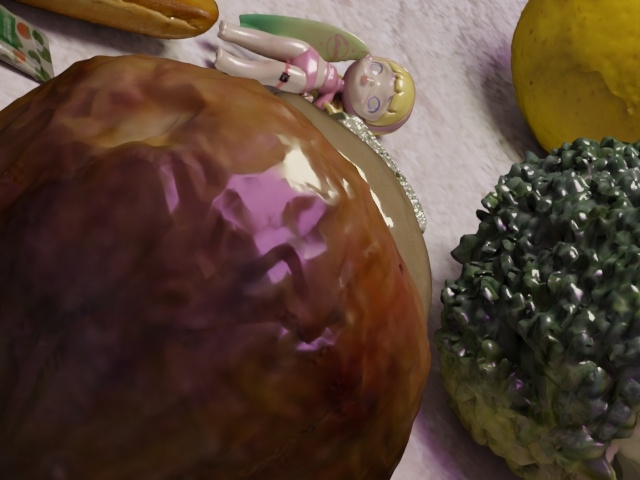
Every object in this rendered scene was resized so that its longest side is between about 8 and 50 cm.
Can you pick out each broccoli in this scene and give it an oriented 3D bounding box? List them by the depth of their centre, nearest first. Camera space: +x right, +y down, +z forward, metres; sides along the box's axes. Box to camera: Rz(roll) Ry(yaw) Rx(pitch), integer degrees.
[{"bbox_3d":[0.251,0.078,1.354,0.348,0.293,0.281,-67,147,-49],"label":"broccoli"}]

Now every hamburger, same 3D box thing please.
[{"bbox_3d":[0.016,-0.041,1.370,0.054,0.084,0.121,-35,96,-24],"label":"hamburger"}]

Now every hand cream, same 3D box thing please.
[{"bbox_3d":[-0.241,-0.155,1.243,0.165,0.037,0.057,29,32,-38],"label":"hand cream"}]

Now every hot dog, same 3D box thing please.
[{"bbox_3d":[-0.178,-0.199,1.336,0.250,0.068,0.100,13,50,-42],"label":"hot dog"}]

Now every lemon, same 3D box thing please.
[{"bbox_3d":[0.317,-0.151,1.733,0.310,0.253,0.253,37,29,-19],"label":"lemon"}]

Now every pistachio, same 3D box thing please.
[{"bbox_3d":[0.000,0.000,1.263,0.136,0.136,0.226,-8,65,-56],"label":"pistachio"}]

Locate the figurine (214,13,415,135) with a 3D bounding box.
[{"bbox_3d":[-0.002,-0.129,1.488,0.187,0.083,0.083,14,40,-25],"label":"figurine"}]

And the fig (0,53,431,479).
[{"bbox_3d":[-0.136,0.079,0.927,0.369,0.286,0.286,-35,80,-30],"label":"fig"}]
